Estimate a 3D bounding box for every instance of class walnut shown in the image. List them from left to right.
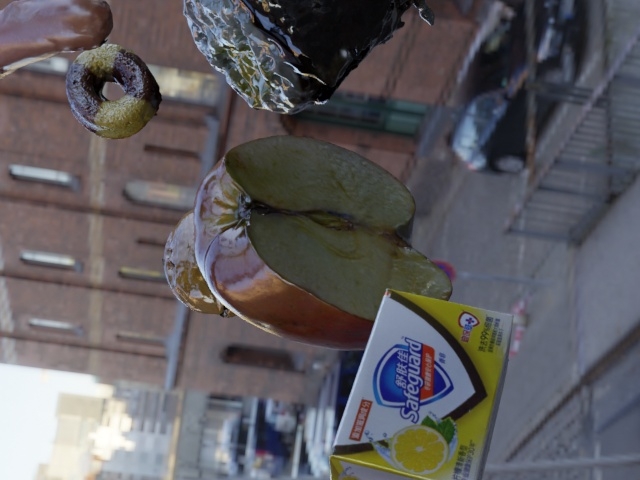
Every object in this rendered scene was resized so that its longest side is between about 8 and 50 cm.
[{"bbox_3d":[-0.172,0.019,1.943,0.087,0.167,0.211,102,152,-56],"label":"walnut"}]

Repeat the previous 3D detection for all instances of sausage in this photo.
[{"bbox_3d":[-0.332,-0.210,1.263,0.304,0.078,0.078,-6,72,43],"label":"sausage"}]

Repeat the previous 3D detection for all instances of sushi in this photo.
[{"bbox_3d":[-0.025,-0.368,1.813,0.294,0.281,0.299,-44,24,-15],"label":"sushi"}]

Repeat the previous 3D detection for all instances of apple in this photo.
[{"bbox_3d":[0.000,0.000,1.687,0.329,0.365,0.295,11,92,56],"label":"apple"}]

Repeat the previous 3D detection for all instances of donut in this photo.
[{"bbox_3d":[-0.296,-0.217,1.687,0.059,0.140,0.140,84,-168,-76],"label":"donut"}]

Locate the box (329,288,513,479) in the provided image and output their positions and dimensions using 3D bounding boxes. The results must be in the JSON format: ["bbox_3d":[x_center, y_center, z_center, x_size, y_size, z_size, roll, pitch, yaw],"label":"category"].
[{"bbox_3d":[0.121,0.194,1.379,0.097,0.168,0.265,91,-163,-45],"label":"box"}]
